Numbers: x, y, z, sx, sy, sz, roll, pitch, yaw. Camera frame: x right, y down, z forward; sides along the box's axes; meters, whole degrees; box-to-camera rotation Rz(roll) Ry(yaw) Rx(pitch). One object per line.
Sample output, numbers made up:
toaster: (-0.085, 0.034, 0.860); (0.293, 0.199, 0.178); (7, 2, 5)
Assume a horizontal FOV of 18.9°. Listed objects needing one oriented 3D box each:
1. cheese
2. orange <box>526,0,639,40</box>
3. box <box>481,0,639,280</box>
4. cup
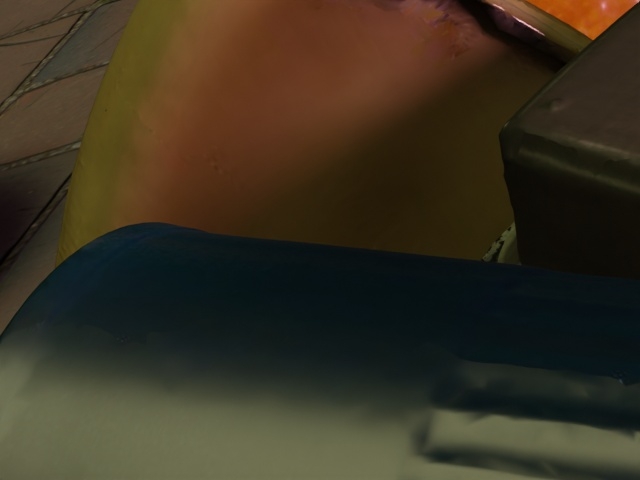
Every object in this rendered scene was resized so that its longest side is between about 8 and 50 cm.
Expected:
cheese: (0.000, 0.000, 0.928); (0.315, 0.260, 0.128); (-61, 5, 8)
orange: (0.117, -0.121, 1.074); (0.246, 0.246, 0.246); (-23, 23, 10)
box: (0.223, -0.003, 0.764); (0.220, 0.166, 0.290); (-41, 36, -28)
cup: (0.060, 0.143, 0.513); (0.292, 0.242, 0.308); (4, 36, 23)
